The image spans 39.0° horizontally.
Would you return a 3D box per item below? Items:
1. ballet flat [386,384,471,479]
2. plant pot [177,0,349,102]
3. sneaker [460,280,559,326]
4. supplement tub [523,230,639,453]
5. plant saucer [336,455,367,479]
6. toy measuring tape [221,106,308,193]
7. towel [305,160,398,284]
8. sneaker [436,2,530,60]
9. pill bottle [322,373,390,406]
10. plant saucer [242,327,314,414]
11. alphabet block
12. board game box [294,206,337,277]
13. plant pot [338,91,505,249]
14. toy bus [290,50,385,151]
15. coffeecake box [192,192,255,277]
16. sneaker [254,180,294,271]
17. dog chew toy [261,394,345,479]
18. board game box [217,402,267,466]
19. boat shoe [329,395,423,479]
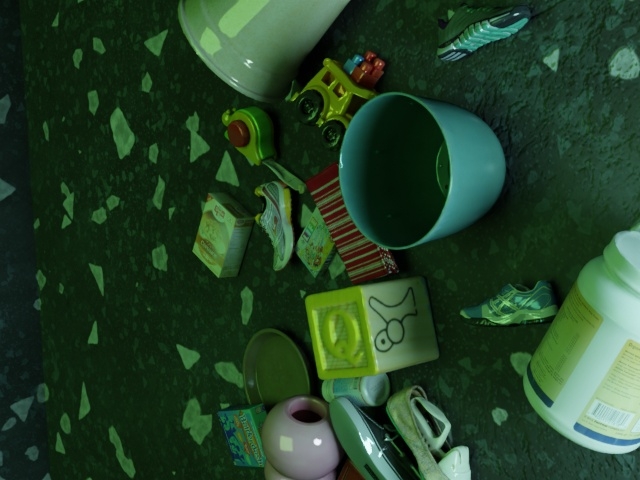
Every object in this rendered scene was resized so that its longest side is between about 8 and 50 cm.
[{"bbox_3d":[0.246,0.439,1.903,0.106,0.107,0.316,-46,60,25],"label":"ballet flat"},{"bbox_3d":[-0.098,-0.537,2.047,0.305,0.333,0.334,-39,65,31],"label":"plant pot"},{"bbox_3d":[0.366,0.127,1.755,0.211,0.080,0.081,-10,80,39],"label":"sneaker"},{"bbox_3d":[0.497,0.166,1.489,0.228,0.228,0.316,45,125,36],"label":"supplement tub"},{"bbox_3d":[0.106,0.652,2.124,0.258,0.047,0.259,43,125,37],"label":"plant saucer"},{"bbox_3d":[-0.132,-0.245,2.246,0.330,0.121,0.121,39,122,29],"label":"toy measuring tape"},{"bbox_3d":[0.063,-0.036,2.024,0.199,0.031,0.275,-21,94,63],"label":"towel"},{"bbox_3d":[0.304,-0.430,1.751,0.223,0.083,0.098,-18,76,49],"label":"sneaker"},{"bbox_3d":[0.079,0.341,2.087,0.160,0.087,0.087,-13,85,49],"label":"pill bottle"},{"bbox_3d":[-0.105,0.362,2.333,0.277,0.041,0.278,9,102,47],"label":"plant saucer"},{"bbox_3d":[0.111,0.188,1.950,0.193,0.197,0.193,-17,81,48],"label":"alphabet block"},{"bbox_3d":[0.000,0.000,2.181,0.103,0.026,0.154,52,129,32],"label":"board game box"},{"bbox_3d":[0.219,-0.139,1.761,0.293,0.235,0.293,9,101,48],"label":"plant pot"},{"bbox_3d":[0.076,-0.304,1.992,0.211,0.149,0.220,-50,59,20],"label":"toy bus"},{"bbox_3d":[-0.263,-0.016,2.446,0.142,0.068,0.186,41,122,39],"label":"coffeecake box"},{"bbox_3d":[-0.119,-0.035,2.250,0.088,0.092,0.225,165,99,-73],"label":"sneaker"},{"bbox_3d":[-0.047,0.536,2.176,0.206,0.206,0.332,36,130,40],"label":"dog chew toy"},{"bbox_3d":[-0.191,0.518,2.400,0.210,0.047,0.160,-22,87,57],"label":"board game box"},{"bbox_3d":[0.138,0.465,2.008,0.306,0.105,0.113,51,146,21],"label":"boat shoe"}]
